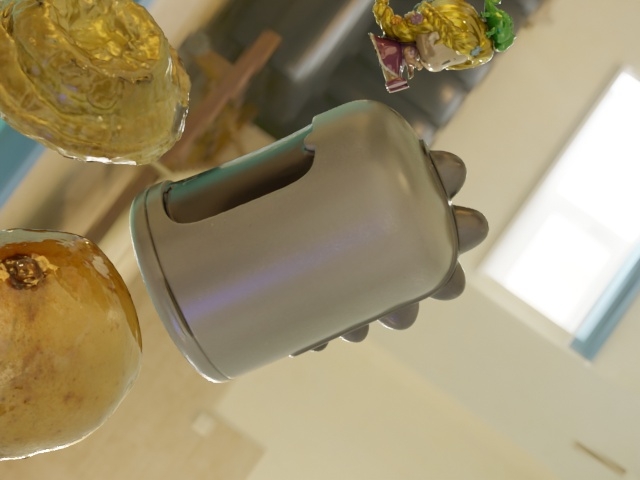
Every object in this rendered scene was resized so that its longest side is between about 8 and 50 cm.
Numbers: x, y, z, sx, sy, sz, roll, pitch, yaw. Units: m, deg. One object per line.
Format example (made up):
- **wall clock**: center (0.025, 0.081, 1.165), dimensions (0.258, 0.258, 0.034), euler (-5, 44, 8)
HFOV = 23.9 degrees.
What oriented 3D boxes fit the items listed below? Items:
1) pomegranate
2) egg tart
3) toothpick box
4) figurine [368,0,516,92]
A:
- **pomegranate**: center (-0.224, 0.084, 1.124), dimensions (0.196, 0.196, 0.196), euler (-54, 174, -8)
- **egg tart**: center (-0.271, -0.217, 1.797), dimensions (0.115, 0.290, 0.290), euler (-50, 178, 41)
- **toothpick box**: center (0.000, 0.000, 1.471), dimensions (0.316, 0.229, 0.229), euler (-23, 179, 9)
- **figurine**: center (0.131, -0.240, 1.667), dimensions (0.156, 0.115, 0.095), euler (-17, -177, 6)
